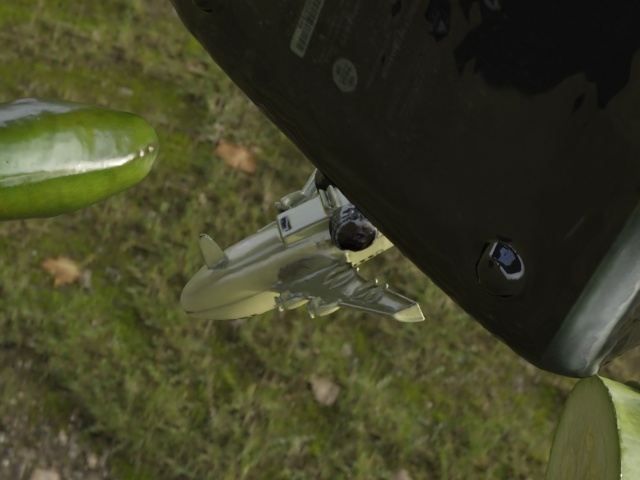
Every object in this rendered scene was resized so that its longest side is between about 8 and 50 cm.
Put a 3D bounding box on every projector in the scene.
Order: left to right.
[{"bbox_3d":[0.129,-0.200,0.754,0.242,0.395,0.405,-23,58,-40],"label":"projector"}]

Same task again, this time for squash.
[{"bbox_3d":[0.227,0.222,1.135,0.041,0.219,0.219,14,37,-4],"label":"squash"}]

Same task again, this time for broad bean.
[{"bbox_3d":[-0.161,-0.019,0.472,0.065,0.046,0.254,10,18,44],"label":"broad bean"}]

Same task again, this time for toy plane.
[{"bbox_3d":[0.000,0.000,1.065,0.244,0.092,0.229,-19,38,1],"label":"toy plane"}]
